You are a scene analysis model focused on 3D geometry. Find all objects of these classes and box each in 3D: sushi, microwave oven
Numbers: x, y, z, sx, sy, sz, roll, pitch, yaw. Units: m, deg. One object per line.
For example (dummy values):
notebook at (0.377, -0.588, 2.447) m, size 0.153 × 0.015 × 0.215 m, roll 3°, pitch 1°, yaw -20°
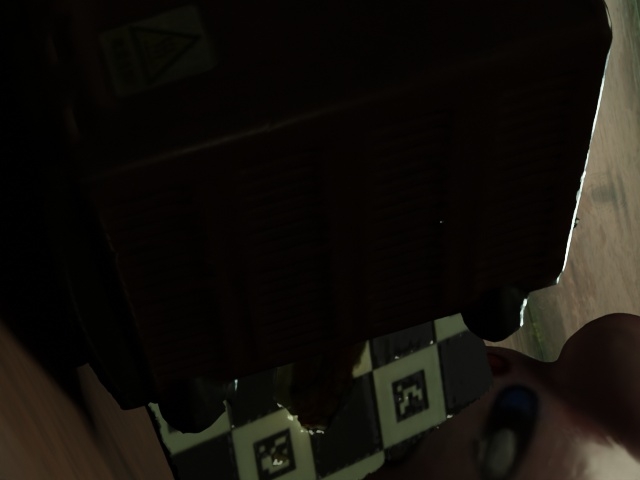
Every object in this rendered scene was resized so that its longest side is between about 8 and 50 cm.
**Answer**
sushi at (-0.018, 0.013, 0.733) m, size 0.040 × 0.193 × 0.210 m, roll 12°, pitch -55°, yaw 51°
microwave oven at (-0.035, -0.090, 0.558) m, size 0.178 × 0.188 × 0.247 m, roll 79°, pitch -8°, yaw -63°

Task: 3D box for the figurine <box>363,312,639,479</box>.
figurine at (0.086, 0.176, 0.912) m, size 0.261 × 0.270 × 0.211 m, roll 83°, pitch 27°, yaw -45°
